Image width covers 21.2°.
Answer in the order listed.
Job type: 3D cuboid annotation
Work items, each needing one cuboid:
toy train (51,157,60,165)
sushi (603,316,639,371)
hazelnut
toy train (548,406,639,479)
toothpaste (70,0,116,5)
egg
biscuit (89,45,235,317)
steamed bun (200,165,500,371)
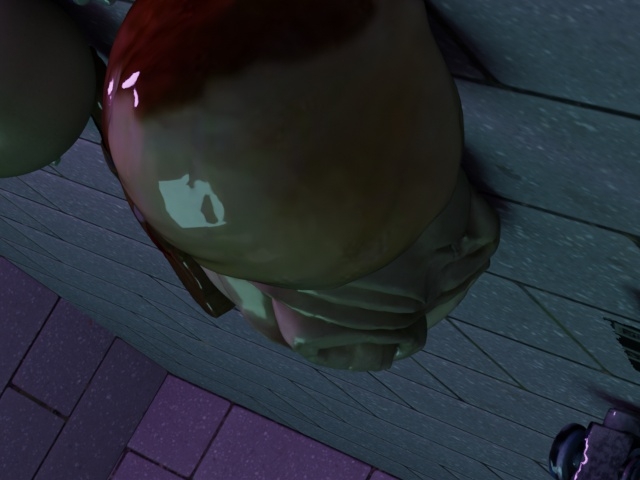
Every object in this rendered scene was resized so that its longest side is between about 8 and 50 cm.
[{"bbox_3d":[-0.354,-0.153,1.996,0.149,0.081,0.099,21,167,34],"label":"toy train"},{"bbox_3d":[0.355,0.110,1.502,0.201,0.031,0.139,20,165,27],"label":"sushi"},{"bbox_3d":[-0.024,-0.091,1.165,0.261,0.241,0.261,40,-165,-13],"label":"hazelnut"},{"bbox_3d":[0.322,0.345,1.952,0.131,0.299,0.202,18,172,39],"label":"toy train"},{"bbox_3d":[-0.258,-0.247,1.473,0.197,0.035,0.057,28,153,17],"label":"toothpaste"},{"bbox_3d":[-0.322,-0.159,1.616,0.254,0.188,0.188,27,169,41],"label":"egg"},{"bbox_3d":[-0.178,-0.058,1.754,0.183,0.047,0.320,42,160,49],"label":"biscuit"},{"bbox_3d":[0.003,0.002,1.468,0.276,0.203,0.289,31,169,-8],"label":"steamed bun"}]
